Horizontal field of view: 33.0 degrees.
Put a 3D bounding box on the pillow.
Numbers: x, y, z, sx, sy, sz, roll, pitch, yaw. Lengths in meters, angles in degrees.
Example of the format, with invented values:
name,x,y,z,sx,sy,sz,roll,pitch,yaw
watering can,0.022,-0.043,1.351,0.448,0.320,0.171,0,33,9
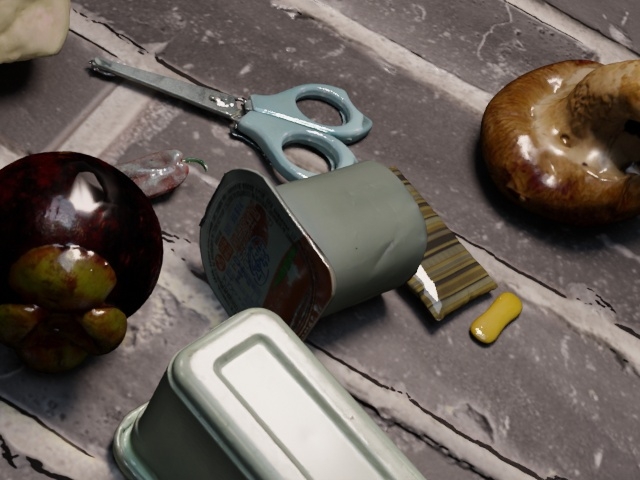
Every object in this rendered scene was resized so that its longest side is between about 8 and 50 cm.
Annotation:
name,x,y,z,sx,sy,sz,roll,pitch,yaw
pillow,0.112,0.001,1.290,0.113,0.038,0.203,-24,67,-35

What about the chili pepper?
name,x,y,z,sx,sy,sz,roll,pitch,yaw
chili pepper,-0.205,-0.070,1.227,0.153,0.041,0.050,-21,43,-13

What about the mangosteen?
name,x,y,z,sx,sy,sz,roll,pitch,yaw
mangosteen,-0.251,0.013,1.051,0.209,0.210,0.210,10,53,-13

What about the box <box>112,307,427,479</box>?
name,x,y,z,sx,sy,sz,roll,pitch,yaw
box,-0.032,0.217,0.990,0.175,0.182,0.312,-32,71,-34

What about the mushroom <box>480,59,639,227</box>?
name,x,y,z,sx,sy,sz,roll,pitch,yaw
mushroom,0.357,-0.148,1.394,0.267,0.254,0.267,30,27,-18

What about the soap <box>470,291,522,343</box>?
name,x,y,z,sx,sy,sz,roll,pitch,yaw
soap,0.208,0.091,1.274,0.034,0.012,0.089,43,53,13

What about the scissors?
name,x,y,z,sx,sy,sz,roll,pitch,yaw
scissors,-0.112,-0.163,1.337,0.360,0.029,0.191,16,48,-5

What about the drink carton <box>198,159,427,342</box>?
name,x,y,z,sx,sy,sz,roll,pitch,yaw
drink carton,0.000,0.000,1.162,0.189,0.185,0.191,-22,63,-34

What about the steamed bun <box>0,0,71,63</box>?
name,x,y,z,sx,sy,sz,roll,pitch,yaw
steamed bun,-0.438,-0.323,1.192,0.320,0.206,0.275,1,32,-16
